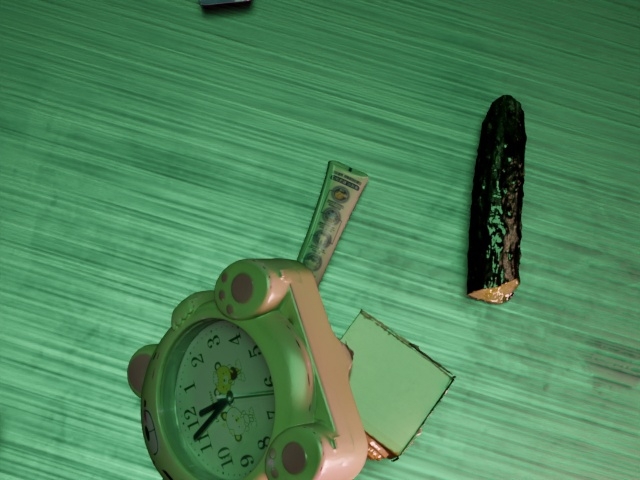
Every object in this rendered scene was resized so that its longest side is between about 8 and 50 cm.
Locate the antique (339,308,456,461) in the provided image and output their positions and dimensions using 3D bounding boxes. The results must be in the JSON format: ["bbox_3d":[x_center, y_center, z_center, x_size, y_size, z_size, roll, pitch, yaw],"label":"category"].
[{"bbox_3d":[0.071,0.195,1.317,0.152,0.146,0.148,36,78,9],"label":"antique"}]

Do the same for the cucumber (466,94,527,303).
[{"bbox_3d":[0.245,-0.068,1.433,0.072,0.081,0.303,-3,72,28],"label":"cucumber"}]

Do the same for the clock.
[{"bbox_3d":[-0.103,0.193,1.249,0.309,0.114,0.284,-31,70,35],"label":"clock"}]

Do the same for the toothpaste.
[{"bbox_3d":[0.000,0.000,1.424,0.062,0.039,0.239,22,73,0],"label":"toothpaste"}]

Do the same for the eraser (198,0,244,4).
[{"bbox_3d":[-0.150,-0.448,1.546,0.082,0.036,0.225,-6,75,-2],"label":"eraser"}]
